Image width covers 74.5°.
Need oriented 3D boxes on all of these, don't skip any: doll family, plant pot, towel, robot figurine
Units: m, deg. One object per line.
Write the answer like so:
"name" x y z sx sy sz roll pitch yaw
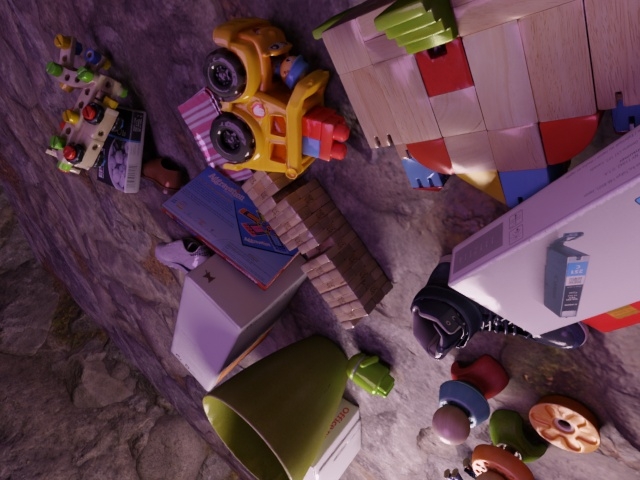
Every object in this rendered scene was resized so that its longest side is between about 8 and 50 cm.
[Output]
"doll family" 0.348 0.517 0.869 0.111 0.076 0.193 50 147 -5
"plant pot" -0.068 0.366 0.980 0.275 0.293 0.274 27 135 29
"towel" -0.222 -0.212 0.890 0.144 0.029 0.197 -6 115 48
"robot figurine" 0.107 0.296 0.932 0.115 0.067 0.101 27 148 28

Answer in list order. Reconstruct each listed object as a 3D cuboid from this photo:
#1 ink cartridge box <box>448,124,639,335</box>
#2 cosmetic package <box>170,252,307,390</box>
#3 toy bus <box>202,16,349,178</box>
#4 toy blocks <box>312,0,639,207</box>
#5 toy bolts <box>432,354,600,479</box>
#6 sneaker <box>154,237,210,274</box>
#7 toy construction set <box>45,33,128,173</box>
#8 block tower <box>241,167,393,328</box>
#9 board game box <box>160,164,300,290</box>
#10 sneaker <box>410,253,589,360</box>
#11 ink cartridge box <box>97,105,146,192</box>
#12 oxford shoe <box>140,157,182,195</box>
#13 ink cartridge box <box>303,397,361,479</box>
"ink cartridge box" 0.326 0.023 0.413 0.261 0.066 0.296 28 143 -11
"cosmetic package" -0.212 0.180 1.032 0.161 0.230 0.453 44 142 9
"toy bus" -0.050 -0.207 0.644 0.211 0.149 0.220 17 129 19
"toy blocks" 0.185 -0.152 0.439 0.381 0.190 0.261 1 132 44
"toy bolts" 0.296 0.316 0.684 0.228 0.158 0.218 48 142 5
"sneaker" -0.403 0.031 1.235 0.235 0.090 0.094 15 117 32
"toy construction set" -0.578 -0.292 1.002 0.215 0.151 0.327 35 115 17
"block tower" 0.000 0.000 0.786 0.335 0.091 0.097 55 143 -5
"board game box" -0.176 -0.033 0.872 0.281 0.145 0.027 36 153 12
"sneaker" 0.237 0.122 0.590 0.226 0.163 0.086 25 133 27
"ink cartridge box" -0.538 -0.248 1.101 0.208 0.045 0.206 20 106 35
"oxford shoe" -0.424 -0.186 1.098 0.212 0.076 0.076 28 106 31
"ink cartridge box" -0.051 0.521 1.165 0.270 0.198 0.197 21 132 34
